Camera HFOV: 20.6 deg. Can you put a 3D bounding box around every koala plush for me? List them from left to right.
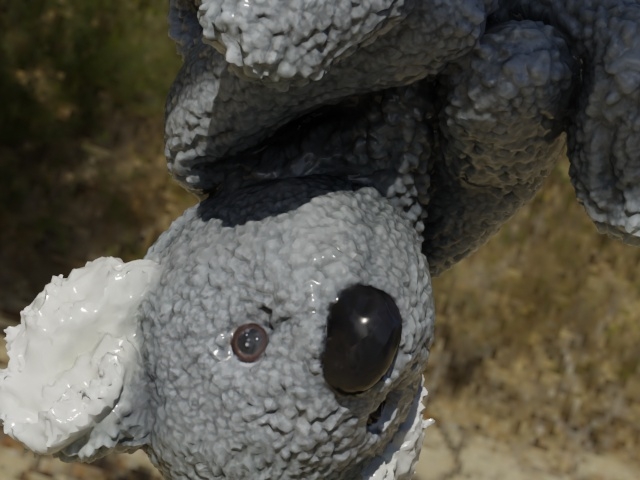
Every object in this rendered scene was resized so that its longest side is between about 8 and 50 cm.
[{"bbox_3d":[0.000,0.000,0.626,0.196,0.221,0.203,21,-2,-27],"label":"koala plush"}]
